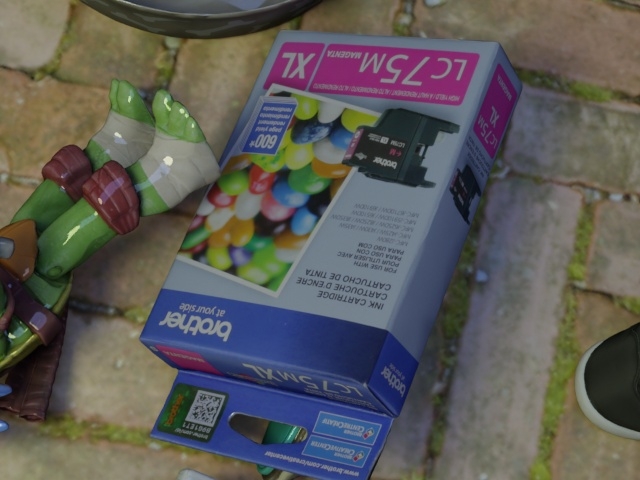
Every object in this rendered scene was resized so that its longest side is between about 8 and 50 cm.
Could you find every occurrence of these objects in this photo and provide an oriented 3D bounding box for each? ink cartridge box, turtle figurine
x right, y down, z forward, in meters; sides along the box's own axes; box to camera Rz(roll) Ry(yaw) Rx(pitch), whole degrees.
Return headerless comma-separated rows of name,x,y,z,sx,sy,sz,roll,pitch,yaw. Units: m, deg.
ink cartridge box,0.000,0.000,0.936,0.185,0.065,0.311,9,67,33
turtle figurine,-0.223,-0.030,0.911,0.266,0.198,0.275,-39,85,-17

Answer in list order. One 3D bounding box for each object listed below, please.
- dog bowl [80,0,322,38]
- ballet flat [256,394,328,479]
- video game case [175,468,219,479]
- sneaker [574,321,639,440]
dog bowl,-0.091,-0.312,1.047,0.348,0.102,0.349,2,75,-6
ballet flat,0.033,0.066,0.973,0.086,0.086,0.249,20,74,0
video game case,-0.033,0.271,0.908,0.201,0.023,0.183,25,73,-18
sneaker,0.338,0.096,0.956,0.295,0.147,0.105,3,73,-6
